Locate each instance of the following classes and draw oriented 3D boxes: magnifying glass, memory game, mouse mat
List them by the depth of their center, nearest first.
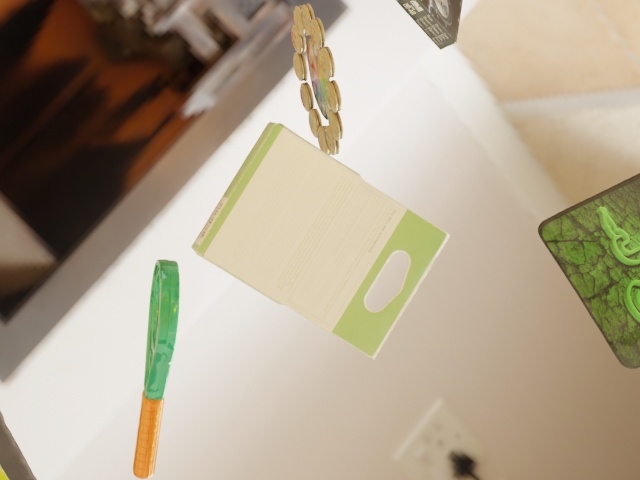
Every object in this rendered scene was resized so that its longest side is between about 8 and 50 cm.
[{"bbox_3d":[-0.158,0.125,1.683,0.092,0.026,0.231,-108,23,-61],"label":"magnifying glass"},{"bbox_3d":[0.328,0.032,1.793,0.152,0.007,0.190,-28,102,30],"label":"mouse mat"},{"bbox_3d":[-0.005,-0.189,2.073,0.186,0.012,0.186,167,90,-79],"label":"memory game"}]

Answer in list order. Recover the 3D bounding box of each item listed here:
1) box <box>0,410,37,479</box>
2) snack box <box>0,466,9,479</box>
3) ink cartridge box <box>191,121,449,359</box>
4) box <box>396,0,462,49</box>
[{"bbox_3d":[-0.481,0.527,2.026,0.472,0.297,0.480,53,126,33],"label":"box"},{"bbox_3d":[-0.346,0.176,1.510,0.141,0.100,0.037,58,156,2],"label":"snack box"},{"bbox_3d":[0.000,0.000,1.958,0.235,0.171,0.056,32,178,-11],"label":"ink cartridge box"},{"bbox_3d":[0.090,-0.216,1.521,0.018,0.067,0.083,-22,129,33],"label":"box"}]
